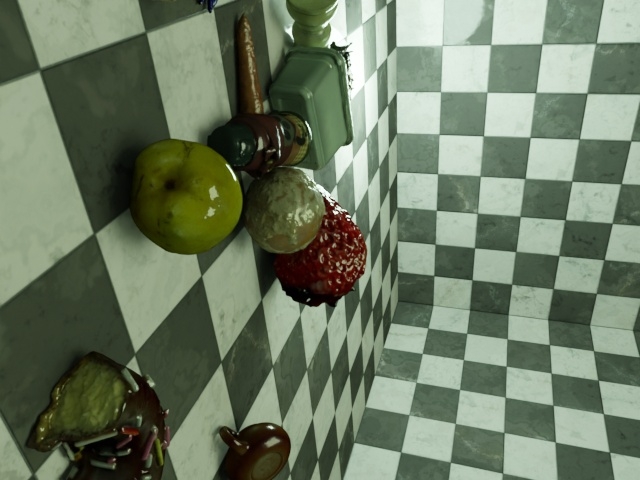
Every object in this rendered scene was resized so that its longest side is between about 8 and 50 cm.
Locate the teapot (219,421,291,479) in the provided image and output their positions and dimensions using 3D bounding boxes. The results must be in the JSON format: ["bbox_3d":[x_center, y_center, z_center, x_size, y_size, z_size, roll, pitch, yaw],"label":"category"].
[{"bbox_3d":[-0.180,0.526,1.380,0.178,0.135,0.252,-50,133,-11],"label":"teapot"}]

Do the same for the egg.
[{"bbox_3d":[-0.091,-0.078,1.332,0.245,0.203,0.203,-82,167,-49],"label":"egg"}]

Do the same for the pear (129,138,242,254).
[{"bbox_3d":[-0.225,-0.070,0.921,0.200,0.200,0.200,5,90,-73],"label":"pear"}]

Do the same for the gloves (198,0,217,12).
[{"bbox_3d":[-0.218,-0.493,1.076,0.064,0.026,0.086,77,25,-51],"label":"gloves"}]

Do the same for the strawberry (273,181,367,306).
[{"bbox_3d":[0.009,0.011,1.533,0.310,0.291,0.292,-69,165,11],"label":"strawberry"}]

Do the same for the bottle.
[{"bbox_3d":[-0.133,-0.210,1.201,0.271,0.156,0.143,-25,126,-58],"label":"bottle"}]

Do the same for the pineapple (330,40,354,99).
[{"bbox_3d":[0.044,-0.528,1.697,0.169,0.169,0.340,78,22,-44],"label":"pineapple"}]

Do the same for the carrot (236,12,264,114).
[{"bbox_3d":[-0.167,-0.398,1.238,0.057,0.057,0.224,-47,136,-63],"label":"carrot"}]

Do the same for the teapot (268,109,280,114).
[{"bbox_3d":[-0.113,-0.303,1.376,0.111,0.042,0.043,-107,-165,-69],"label":"teapot"}]

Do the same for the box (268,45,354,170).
[{"bbox_3d":[-0.030,-0.352,1.507,0.312,0.175,0.182,78,33,-45],"label":"box"}]

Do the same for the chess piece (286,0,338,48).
[{"bbox_3d":[-0.023,-0.581,1.474,0.251,0.144,0.144,92,10,-68],"label":"chess piece"}]

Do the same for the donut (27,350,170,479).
[{"bbox_3d":[-0.335,0.367,0.792,0.259,0.136,0.345,74,28,-43],"label":"donut"}]
